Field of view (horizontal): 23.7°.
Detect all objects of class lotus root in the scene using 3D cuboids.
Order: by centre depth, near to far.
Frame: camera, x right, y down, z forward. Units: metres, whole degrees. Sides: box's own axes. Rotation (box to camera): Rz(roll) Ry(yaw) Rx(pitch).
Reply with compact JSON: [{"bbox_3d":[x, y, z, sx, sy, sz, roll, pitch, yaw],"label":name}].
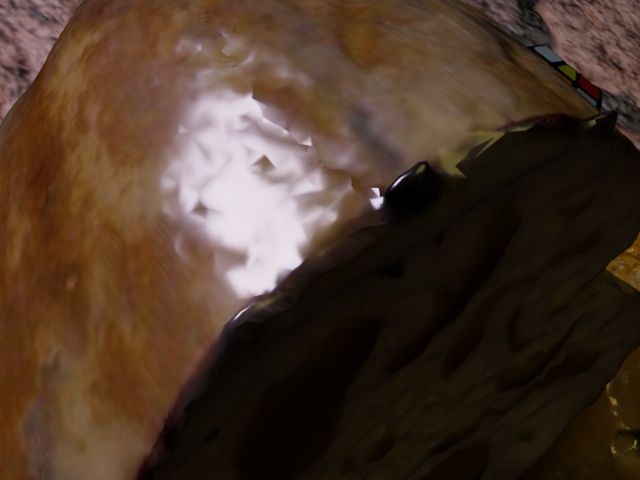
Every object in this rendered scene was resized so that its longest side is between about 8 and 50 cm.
[{"bbox_3d":[0.000,0.000,0.658,0.316,0.316,0.250,1,44,-37],"label":"lotus root"}]

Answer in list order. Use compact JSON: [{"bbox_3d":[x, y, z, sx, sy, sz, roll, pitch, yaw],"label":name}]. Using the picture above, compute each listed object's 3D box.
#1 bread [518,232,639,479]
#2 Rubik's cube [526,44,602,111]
[{"bbox_3d":[0.245,0.118,0.826,0.337,0.148,0.328,3,50,-37],"label":"bread"},{"bbox_3d":[0.125,-0.065,1.003,0.112,0.133,0.133,9,35,9],"label":"Rubik's cube"}]
